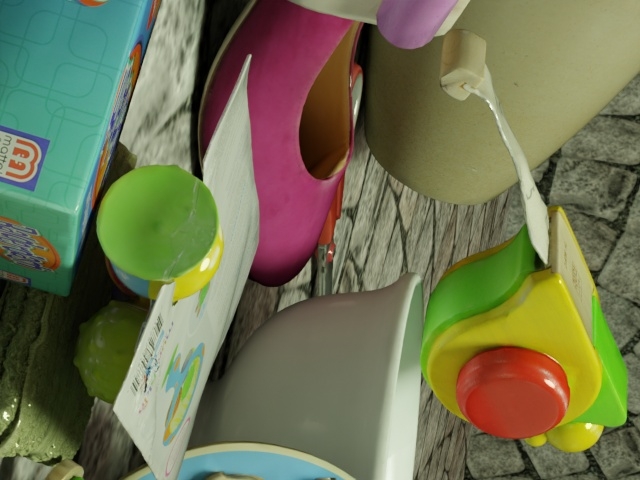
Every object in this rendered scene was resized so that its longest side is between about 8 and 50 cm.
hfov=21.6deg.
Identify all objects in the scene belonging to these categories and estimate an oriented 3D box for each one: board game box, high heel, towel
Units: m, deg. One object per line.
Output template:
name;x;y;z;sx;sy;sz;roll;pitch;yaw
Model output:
board game box;-0.077;-0.096;0.583;0.160;0.047;0.210;133;-27;-76
high heel;0.036;-0.108;0.892;0.127;0.181;0.377;-66;164;-45
towel;-0.109;0.022;0.717;0.110;0.027;0.148;55;47;-77

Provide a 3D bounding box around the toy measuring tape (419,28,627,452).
toy measuring tape;0.095;0.020;1.005;0.330;0.121;0.121;61;37;-38

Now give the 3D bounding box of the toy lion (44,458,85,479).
toy lion;-0.120;0.149;0.738;0.100;0.034;0.096;-47;160;-34

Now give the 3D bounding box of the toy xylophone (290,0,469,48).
toy xylophone;0.012;-0.238;0.604;0.236;0.081;0.323;148;-60;-79

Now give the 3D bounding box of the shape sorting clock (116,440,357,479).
shape sorting clock;-0.042;0.201;0.820;0.040;0.206;0.206;-169;-89;-73

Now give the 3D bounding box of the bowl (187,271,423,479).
bowl;-0.017;0.159;1.009;0.298;0.134;0.298;6;90;-83

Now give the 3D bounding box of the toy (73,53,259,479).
toy;-0.067;0.022;0.688;0.237;0.056;0.137;104;5;-74

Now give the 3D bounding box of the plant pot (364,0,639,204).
plant pot;0.141;-0.168;1.291;0.256;0.256;0.274;-63;178;-52

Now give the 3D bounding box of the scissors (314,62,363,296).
scissors;0.000;0.000;1.279;0.109;0.021;0.297;-65;165;-57
